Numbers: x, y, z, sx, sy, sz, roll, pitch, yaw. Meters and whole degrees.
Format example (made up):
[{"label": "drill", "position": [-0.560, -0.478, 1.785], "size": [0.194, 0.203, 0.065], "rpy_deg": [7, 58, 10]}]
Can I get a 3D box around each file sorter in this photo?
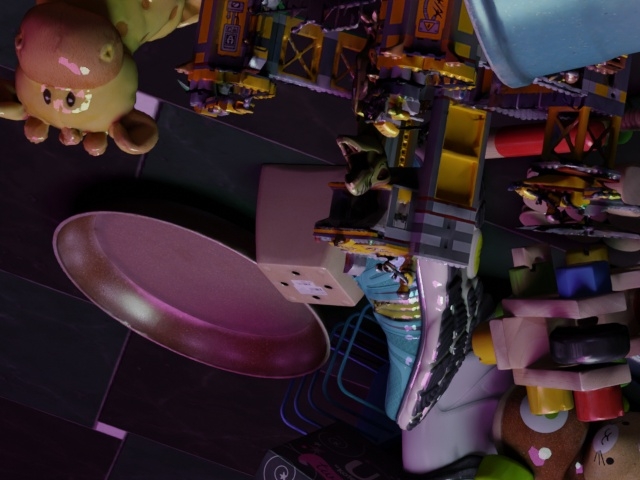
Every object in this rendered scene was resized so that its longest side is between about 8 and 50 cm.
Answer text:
[{"label": "file sorter", "position": [0.044, 0.151, 1.745], "size": [0.104, 0.118, 0.170], "rpy_deg": [28, 153, -14]}]

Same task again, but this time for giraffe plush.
[{"label": "giraffe plush", "position": [-0.175, -0.158, 1.193], "size": [0.181, 0.170, 0.210], "rpy_deg": [3, 151, 28]}]

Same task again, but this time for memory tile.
[{"label": "memory tile", "position": [0.244, -0.024, 1.379], "size": [0.148, 0.012, 0.113], "rpy_deg": [13, 155, 9]}]

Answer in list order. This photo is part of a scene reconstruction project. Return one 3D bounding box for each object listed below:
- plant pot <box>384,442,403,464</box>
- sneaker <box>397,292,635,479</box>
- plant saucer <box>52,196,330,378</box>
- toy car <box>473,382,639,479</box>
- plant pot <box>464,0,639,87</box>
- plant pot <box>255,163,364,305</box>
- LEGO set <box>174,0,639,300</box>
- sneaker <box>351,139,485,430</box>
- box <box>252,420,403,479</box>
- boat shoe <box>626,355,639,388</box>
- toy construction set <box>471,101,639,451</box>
[{"label": "plant pot", "position": [0.134, 0.257, 1.798], "size": [0.201, 0.180, 0.201], "rpy_deg": [10, 168, 2]}, {"label": "sneaker", "position": [0.204, 0.150, 1.629], "size": [0.137, 0.210, 0.366], "rpy_deg": [-7, 180, 43]}, {"label": "plant saucer", "position": [-0.127, 0.043, 1.693], "size": [0.310, 0.050, 0.310], "rpy_deg": [19, 154, 9]}, {"label": "toy car", "position": [0.260, 0.186, 1.453], "size": [0.188, 0.155, 0.149], "rpy_deg": [-1, 144, 49]}, {"label": "plant pot", "position": [0.191, -0.224, 0.744], "size": [0.255, 0.272, 0.272], "rpy_deg": [-8, 147, 17]}, {"label": "plant pot", "position": [0.000, 0.000, 1.489], "size": [0.109, 0.096, 0.109], "rpy_deg": [3, 150, 29]}, {"label": "LEGO set", "position": [0.053, -0.059, 1.102], "size": [0.255, 0.192, 0.331], "rpy_deg": [12, 175, -43]}, {"label": "sneaker", "position": [0.080, 0.036, 1.427], "size": [0.110, 0.107, 0.275], "rpy_deg": [15, 119, 25]}, {"label": "box", "position": [0.052, 0.310, 1.613], "size": [0.247, 0.142, 0.163], "rpy_deg": [32, -162, 21]}, {"label": "boat shoe", "position": [0.337, 0.105, 1.506], "size": [0.258, 0.109, 0.089], "rpy_deg": [36, 161, 0]}, {"label": "toy construction set", "position": [0.190, 0.034, 1.299], "size": [0.237, 0.257, 0.309], "rpy_deg": [-1, 124, 48]}]
